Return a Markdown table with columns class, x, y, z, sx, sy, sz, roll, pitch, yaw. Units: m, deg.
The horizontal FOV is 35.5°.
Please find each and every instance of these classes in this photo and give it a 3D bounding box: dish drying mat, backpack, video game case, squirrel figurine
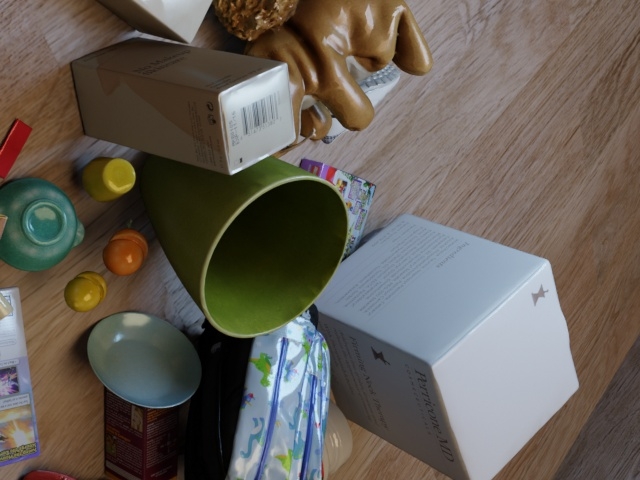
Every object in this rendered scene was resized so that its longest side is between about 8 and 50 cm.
| class | x | y | z | sx | sy | sz | roll | pitch | yaw |
| --- | --- | --- | --- | --- | --- | --- | --- | --- | --- |
| dish drying mat | -0.438 | -0.130 | 1.415 | 0.032 | 0.008 | 0.083 | 41 | 69 | -53 |
| backpack | -0.110 | 0.295 | 1.668 | 0.273 | 0.290 | 0.356 | 33 | 48 | -16 |
| video game case | -0.516 | 0.198 | 1.335 | 0.269 | 0.061 | 0.245 | -6 | 87 | -52 |
| squirrel figurine | -0.067 | -0.334 | 1.672 | 0.370 | 0.281 | 0.397 | -38 | 118 | -25 |

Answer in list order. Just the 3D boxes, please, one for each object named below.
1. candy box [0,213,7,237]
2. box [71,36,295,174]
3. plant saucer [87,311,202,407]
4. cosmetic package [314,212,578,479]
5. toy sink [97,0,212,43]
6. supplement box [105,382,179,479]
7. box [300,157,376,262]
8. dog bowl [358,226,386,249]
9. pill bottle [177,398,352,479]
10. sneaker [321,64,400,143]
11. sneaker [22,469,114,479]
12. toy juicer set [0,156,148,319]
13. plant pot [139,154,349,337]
| class | x | y | z | sx | sy | sz | roll | pitch | yaw |
| --- | --- | --- | --- | --- | --- | --- | --- | --- | --- |
| candy box | -0.508 | -0.010 | 1.271 | 0.186 | 0.053 | 0.109 | 19 | 88 | -30 |
| box | -0.201 | -0.201 | 1.445 | 0.148 | 0.311 | 0.121 | -35 | 129 | -42 |
| plant saucer | -0.289 | 0.202 | 1.625 | 0.195 | 0.195 | 0.037 | -20 | 150 | -48 |
| cosmetic package | 0.227 | 0.199 | 1.941 | 0.327 | 0.393 | 0.330 | -37 | 124 | -25 |
| toy sink | -0.230 | -0.435 | 1.469 | 0.152 | 0.131 | 0.234 | 31 | 82 | -54 |
| supplement box | -0.302 | 0.320 | 1.693 | 0.080 | 0.104 | 0.188 | -17 | 117 | -49 |
| box | 0.000 | 0.000 | 2.011 | 0.201 | 0.057 | 0.293 | 17 | 90 | -55 |
| dog bowl | 0.155 | 0.129 | 2.232 | 0.348 | 0.102 | 0.349 | -25 | 123 | -47 |
| pill bottle | -0.114 | 0.433 | 1.900 | 0.363 | 0.210 | 0.210 | -25 | 122 | -46 |
| sneaker | 0.073 | -0.281 | 1.992 | 0.235 | 0.090 | 0.095 | -37 | 143 | -35 |
| sneaker | -0.394 | 0.428 | 1.644 | 0.221 | 0.128 | 0.087 | 35 | 84 | -20 |
| toy juicer set | -0.400 | 0.012 | 1.433 | 0.329 | 0.089 | 0.209 | -21 | 99 | -35 |
| plant pot | -0.153 | -0.042 | 1.567 | 0.274 | 0.293 | 0.275 | -26 | 135 | -30 |
